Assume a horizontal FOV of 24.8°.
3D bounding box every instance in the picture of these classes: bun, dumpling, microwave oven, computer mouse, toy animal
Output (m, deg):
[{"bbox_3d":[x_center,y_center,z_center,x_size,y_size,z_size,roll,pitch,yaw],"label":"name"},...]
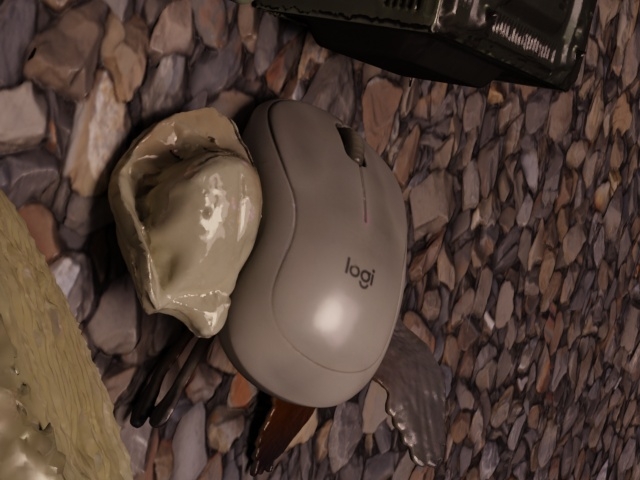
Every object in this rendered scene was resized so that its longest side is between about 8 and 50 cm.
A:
[{"bbox_3d":[-0.242,0.123,0.878,0.211,0.359,0.359,-22,136,-2],"label":"bun"},{"bbox_3d":[-0.114,-0.021,1.207,0.136,0.118,0.199,16,66,-45],"label":"dumpling"},{"bbox_3d":[0.137,-0.297,1.408,0.355,0.218,0.286,9,93,-61],"label":"microwave oven"},{"bbox_3d":[0.000,0.000,1.304,0.184,0.121,0.296,29,58,-27],"label":"computer mouse"},{"bbox_3d":[-0.039,0.073,1.411,0.284,0.225,0.302,27,64,-40],"label":"toy animal"}]

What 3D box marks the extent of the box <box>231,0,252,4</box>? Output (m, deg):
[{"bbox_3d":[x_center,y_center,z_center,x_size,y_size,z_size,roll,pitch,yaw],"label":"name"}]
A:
[{"bbox_3d":[-0.089,-0.267,1.133,0.093,0.124,0.172,-52,144,-18],"label":"box"}]
